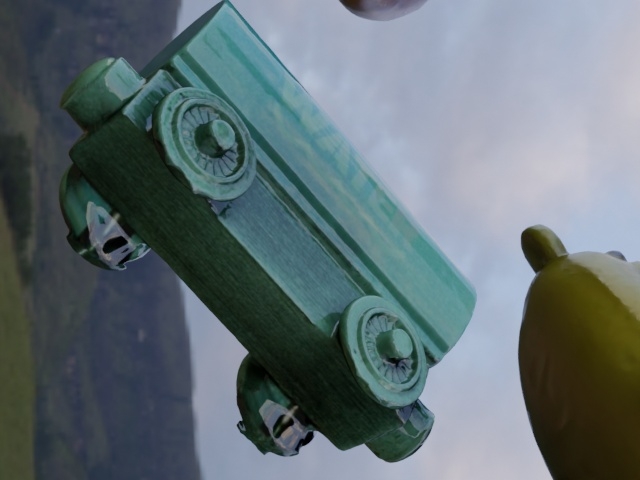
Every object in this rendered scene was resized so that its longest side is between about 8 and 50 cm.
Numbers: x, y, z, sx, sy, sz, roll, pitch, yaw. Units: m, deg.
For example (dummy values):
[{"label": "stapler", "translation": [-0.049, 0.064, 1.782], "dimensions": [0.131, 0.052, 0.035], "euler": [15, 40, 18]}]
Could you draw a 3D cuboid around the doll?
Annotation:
[{"label": "doll", "translation": [0.264, 0.179, 0.887], "dimensions": [0.348, 0.161, 0.423], "euler": [166, -97, -86]}]

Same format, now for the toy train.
[{"label": "toy train", "translation": [-0.018, -0.006, 0.639], "dimensions": [0.101, 0.248, 0.159], "euler": [-27, -161, 40]}]

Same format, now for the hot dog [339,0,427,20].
[{"label": "hot dog", "translation": [0.045, -0.323, 1.113], "dimensions": [0.185, 0.405, 0.223], "euler": [33, -62, 15]}]
